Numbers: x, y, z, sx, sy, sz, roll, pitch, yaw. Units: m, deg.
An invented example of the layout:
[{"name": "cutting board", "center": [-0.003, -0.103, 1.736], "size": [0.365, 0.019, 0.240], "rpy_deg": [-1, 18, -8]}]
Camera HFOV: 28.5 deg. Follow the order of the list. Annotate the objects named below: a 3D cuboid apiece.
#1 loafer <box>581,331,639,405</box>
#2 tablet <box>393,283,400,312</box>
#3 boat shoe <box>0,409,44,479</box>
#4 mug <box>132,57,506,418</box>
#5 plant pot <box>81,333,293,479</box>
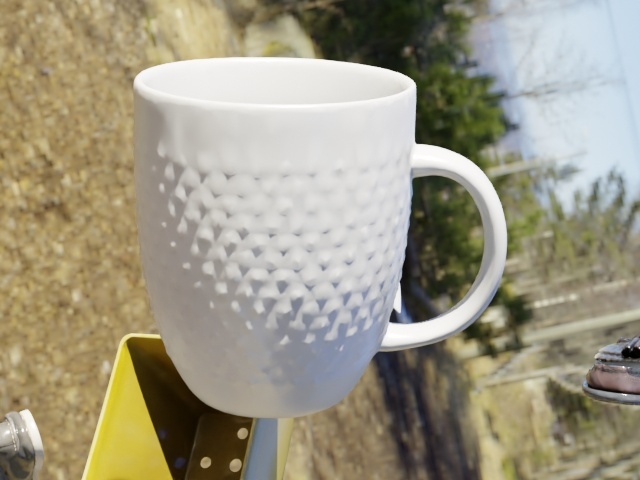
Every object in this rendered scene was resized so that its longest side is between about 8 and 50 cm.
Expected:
[{"name": "loafer", "center": [0.387, 0.127, 1.440], "size": [0.303, 0.109, 0.095], "rpy_deg": [-1, 96, -52]}, {"name": "tablet", "center": [0.082, 0.052, 1.632], "size": [0.083, 0.006, 0.054], "rpy_deg": [46, 32, -39]}, {"name": "boat shoe", "center": [-0.477, 0.364, 1.907], "size": [0.112, 0.096, 0.335], "rpy_deg": [62, -26, 31]}, {"name": "mug", "center": [0.000, 0.000, 1.272], "size": [0.276, 0.374, 0.328], "rpy_deg": [-80, 172, -73]}, {"name": "plant pot", "center": [-0.142, 0.255, 1.584], "size": [0.187, 0.212, 0.212], "rpy_deg": [55, 42, -54]}]
